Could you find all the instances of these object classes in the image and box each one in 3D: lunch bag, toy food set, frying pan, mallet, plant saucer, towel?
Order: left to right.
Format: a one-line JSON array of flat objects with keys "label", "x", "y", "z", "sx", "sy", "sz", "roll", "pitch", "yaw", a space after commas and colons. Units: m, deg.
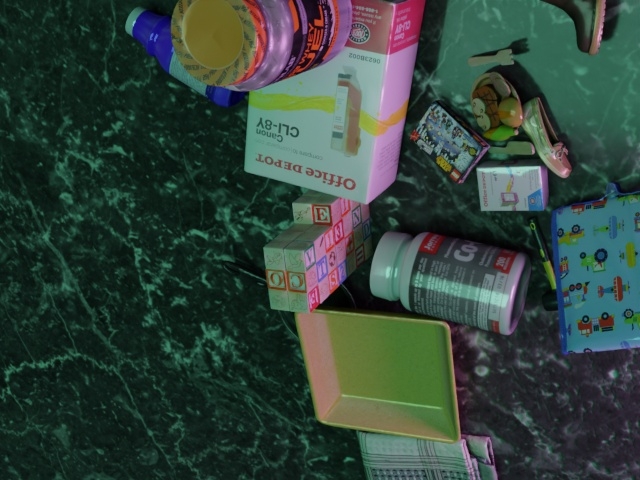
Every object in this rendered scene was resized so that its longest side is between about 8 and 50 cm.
[{"label": "frying pan", "x": -0.062, "y": 0.143, "z": 1.979, "sx": 0.326, "sy": 0.053, "sz": 0.197, "roll": 6, "pitch": 114, "yaw": 26}, {"label": "plant saucer", "x": 0.133, "y": 0.266, "z": 1.879, "sx": 0.332, "sy": 0.081, "sz": 0.333, "roll": 4, "pitch": 125, "yaw": 22}, {"label": "towel", "x": 0.252, "y": 0.569, "z": 1.999, "sx": 0.324, "sy": 0.056, "sz": 0.312, "roll": -3, "pitch": 110, "yaw": 28}, {"label": "toy food set", "x": 0.312, "y": -0.240, "z": 1.593, "sx": 0.132, "sy": 0.038, "sz": 0.192, "roll": 7, "pitch": 117, "yaw": 57}, {"label": "mallet", "x": 0.426, "y": 0.049, "z": 1.696, "sx": 0.062, "sy": 0.039, "sz": 0.190, "roll": -24, "pitch": 94, "yaw": 36}, {"label": "lunch bag", "x": 0.530, "y": 0.041, "z": 1.559, "sx": 0.220, "sy": 0.138, "sz": 0.294, "roll": -12, "pitch": 81, "yaw": 37}]

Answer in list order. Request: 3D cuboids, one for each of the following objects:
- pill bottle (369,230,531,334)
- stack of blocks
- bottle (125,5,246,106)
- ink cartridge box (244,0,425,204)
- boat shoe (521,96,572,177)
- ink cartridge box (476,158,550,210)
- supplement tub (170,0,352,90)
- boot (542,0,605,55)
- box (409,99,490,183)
[{"label": "pill bottle", "x": 0.250, "y": 0.073, "z": 1.719, "sx": 0.283, "sy": 0.161, "sz": 0.161, "roll": 13, "pitch": 117, "yaw": 22}, {"label": "stack of blocks", "x": 0.000, "y": 0.000, "z": 1.737, "sx": 0.087, "sy": 0.297, "sz": 0.171, "roll": 5, "pitch": 114, "yaw": 27}, {"label": "bottle", "x": -0.275, "y": -0.390, "z": 1.836, "sx": 0.282, "sy": 0.092, "sz": 0.118, "roll": 32, "pitch": 122, "yaw": 12}, {"label": "ink cartridge box", "x": 0.019, "y": -0.293, "z": 1.681, "sx": 0.279, "sy": 0.160, "sz": 0.385, "roll": 17, "pitch": 118, "yaw": 20}, {"label": "boat shoe", "x": 0.410, "y": -0.183, "z": 1.588, "sx": 0.048, "sy": 0.056, "sz": 0.153, "roll": -34, "pitch": 85, "yaw": 34}, {"label": "ink cartridge box", "x": 0.358, "y": -0.103, "z": 1.651, "sx": 0.122, "sy": 0.052, "sz": 0.089, "roll": 1, "pitch": 112, "yaw": 29}, {"label": "supplement tub", "x": -0.091, "y": -0.351, "z": 1.429, "sx": 0.193, "sy": 0.316, "sz": 0.194, "roll": 10, "pitch": 114, "yaw": 24}, {"label": "boot", "x": 0.364, "y": -0.424, "z": 1.470, "sx": 0.206, "sy": 0.090, "sz": 0.249, "roll": -3, "pitch": 96, "yaw": 16}, {"label": "box", "x": 0.242, "y": -0.186, "z": 1.671, "sx": 0.137, "sy": 0.027, "sz": 0.094, "roll": 47, "pitch": 126, "yaw": 21}]
